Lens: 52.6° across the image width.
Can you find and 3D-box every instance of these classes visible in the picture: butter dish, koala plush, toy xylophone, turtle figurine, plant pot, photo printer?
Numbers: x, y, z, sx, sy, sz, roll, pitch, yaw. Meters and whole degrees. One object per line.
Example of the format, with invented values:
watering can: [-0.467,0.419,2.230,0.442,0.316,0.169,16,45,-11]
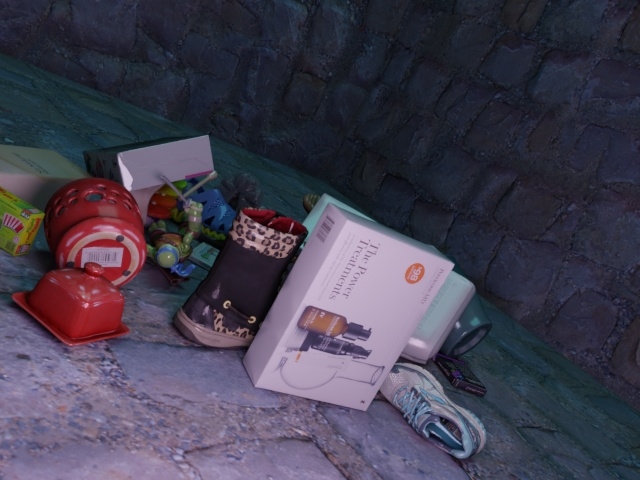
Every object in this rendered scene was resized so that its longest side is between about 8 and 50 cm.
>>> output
butter dish: [-0.409,0.091,1.112,0.160,0.118,0.160,33,13,19]
koala plush: [-0.272,-0.127,2.214,0.196,0.203,0.221,30,0,4]
toy xylophone: [-0.435,-0.150,1.787,0.236,0.081,0.323,20,36,18]
turtle figurine: [-0.375,-0.046,1.537,0.274,0.198,0.266,40,2,-9]
plant pot: [0.400,0.228,2.073,0.271,0.272,0.255,13,34,-52]
plant pot: [-0.443,-0.003,1.284,0.191,0.191,0.174,19,24,-37]
photo printer: [0.271,0.194,1.882,0.256,0.307,0.107,30,-31,17]

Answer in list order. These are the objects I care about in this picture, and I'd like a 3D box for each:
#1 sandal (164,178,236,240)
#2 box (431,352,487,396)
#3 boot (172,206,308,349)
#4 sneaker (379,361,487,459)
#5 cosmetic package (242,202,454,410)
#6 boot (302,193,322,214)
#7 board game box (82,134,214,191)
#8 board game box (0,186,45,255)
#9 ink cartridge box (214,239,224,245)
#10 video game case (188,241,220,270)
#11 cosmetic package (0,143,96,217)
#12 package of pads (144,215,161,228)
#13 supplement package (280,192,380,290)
sandal: [-0.326,-0.091,1.919,0.317,0.138,0.126,22,11,17]
box: [0.406,0.392,1.909,0.116,0.029,0.162,23,12,-22]
boot: [-0.107,0.090,1.388,0.377,0.284,0.138,14,19,-47]
sneaker: [0.234,0.371,1.428,0.283,0.110,0.122,33,16,21]
cosmetic package: [0.056,0.146,1.302,0.284,0.377,0.097,20,16,-33]
boot: [0.000,0.000,1.873,0.248,0.207,0.090,42,42,-8]
board game box: [-0.427,-0.193,1.588,0.224,0.098,0.303,-16,16,-31]
board game box: [-0.639,-0.055,1.264,0.181,0.092,0.043,30,11,8]
ink cartridge box: [-0.203,0.044,1.968,0.181,0.056,0.224,32,24,16]
video game case: [-0.282,0.058,1.771,0.143,0.019,0.157,29,12,-1]
cosmetic package: [-0.677,-0.134,1.462,0.160,0.113,0.309,31,11,14]
package of pads: [-0.487,-0.063,1.785,0.083,0.032,0.050,30,15,8]
supplement package: [0.021,0.061,1.710,0.198,0.263,0.199,30,53,6]
